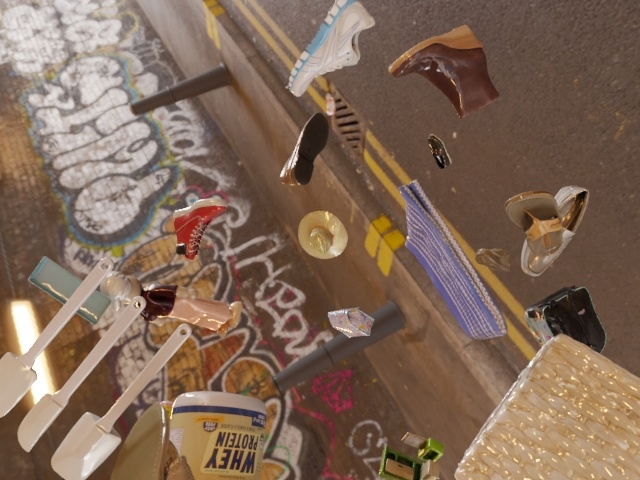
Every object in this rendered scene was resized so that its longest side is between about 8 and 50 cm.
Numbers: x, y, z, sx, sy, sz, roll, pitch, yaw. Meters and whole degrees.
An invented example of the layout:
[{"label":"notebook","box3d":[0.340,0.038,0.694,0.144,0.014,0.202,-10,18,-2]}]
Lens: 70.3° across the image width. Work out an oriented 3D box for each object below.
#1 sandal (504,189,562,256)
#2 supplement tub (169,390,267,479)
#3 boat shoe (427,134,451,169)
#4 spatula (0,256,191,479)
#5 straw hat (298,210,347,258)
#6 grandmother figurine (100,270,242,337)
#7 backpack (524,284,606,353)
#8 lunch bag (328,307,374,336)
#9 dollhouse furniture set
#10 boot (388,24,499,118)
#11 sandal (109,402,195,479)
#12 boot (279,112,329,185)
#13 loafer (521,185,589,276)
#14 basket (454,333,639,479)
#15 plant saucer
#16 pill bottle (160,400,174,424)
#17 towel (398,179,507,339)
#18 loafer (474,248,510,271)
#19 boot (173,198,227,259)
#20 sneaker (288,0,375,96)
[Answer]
[{"label":"sandal","box3d":[0.352,-0.019,0.724,0.180,0.072,0.049,44,-151,-40]},{"label":"supplement tub","box3d":[-0.248,0.527,1.041,0.228,0.228,0.316,90,-178,-61]},{"label":"boat shoe","box3d":[0.417,-0.314,1.611,0.133,0.042,0.049,55,158,-20]},{"label":"spatula","box3d":[-0.275,0.155,0.537,0.168,0.242,0.019,41,179,-3]},{"label":"straw hat","box3d":[0.000,0.000,1.196,0.061,0.144,0.145,-73,-35,-62]},{"label":"grandmother figurine","box3d":[-0.388,0.162,1.165,0.342,0.208,0.104,24,-145,-31]},{"label":"backpack","box3d":[0.673,0.239,1.247,0.188,0.165,0.144,62,167,8]},{"label":"lunch bag","box3d":[0.068,0.181,1.032,0.083,0.053,0.071,34,148,-24]},{"label":"dollhouse furniture set","box3d":[0.278,0.797,1.448,0.151,0.302,0.198,22,130,2]},{"label":"boot","box3d":[0.314,-0.401,1.134,0.207,0.248,0.090,64,173,-7]},{"label":"sandal","box3d":[-0.165,0.278,0.473,0.079,0.088,0.240,46,179,-24]},{"label":"boot","box3d":[-0.063,-0.330,1.638,0.112,0.305,0.115,36,155,-33]},{"label":"loafer","box3d":[0.750,-0.031,1.456,0.112,0.320,0.111,25,-176,1]},{"label":"basket","box3d":[0.451,0.371,0.767,0.331,0.328,0.266,37,180,32]},{"label":"plant saucer","box3d":[-0.568,0.114,1.035,0.192,0.067,0.018,32,175,4]},{"label":"pill bottle","box3d":[-0.433,0.493,1.260,0.043,0.043,0.083,78,-170,-47]},{"label":"towel","box3d":[0.206,0.055,0.749,0.243,0.040,0.336,61,-175,18]},{"label":"loafer","box3d":[0.443,0.043,1.167,0.056,0.050,0.148,3,165,43]},{"label":"boot","box3d":[-0.391,-0.033,1.491,0.244,0.088,0.176,-18,71,35]},{"label":"sneaker","box3d":[0.018,-0.306,0.757,0.083,0.071,0.191,38,127,-7]}]
